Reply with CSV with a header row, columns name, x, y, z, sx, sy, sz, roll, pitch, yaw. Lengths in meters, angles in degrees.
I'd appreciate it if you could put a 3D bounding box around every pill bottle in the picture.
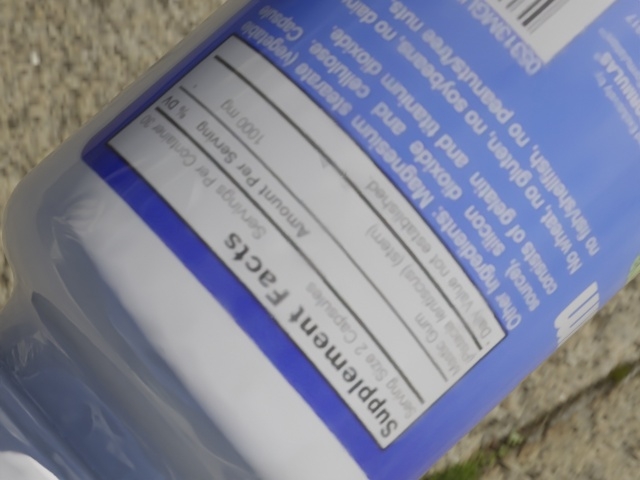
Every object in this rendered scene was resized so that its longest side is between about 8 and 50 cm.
name,x,y,z,sx,sy,sz,roll,pitch,yaw
pill bottle,0.000,0.000,0.522,0.272,0.152,0.152,-43,73,-6
